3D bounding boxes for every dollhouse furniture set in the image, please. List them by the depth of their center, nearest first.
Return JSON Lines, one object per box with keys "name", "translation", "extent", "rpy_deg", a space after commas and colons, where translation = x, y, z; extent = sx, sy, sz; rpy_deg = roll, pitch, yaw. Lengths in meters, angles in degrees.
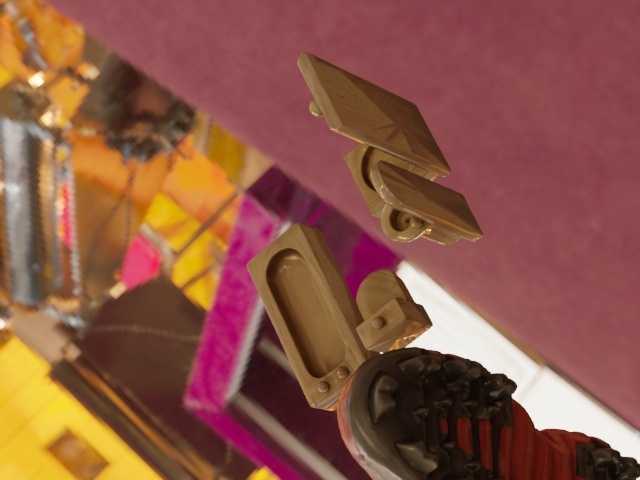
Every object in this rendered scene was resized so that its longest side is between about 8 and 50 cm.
{"name": "dollhouse furniture set", "translation": [0.000, 0.000, 0.883], "extent": [0.151, 0.123, 0.144], "rpy_deg": [-38, 60, 22]}

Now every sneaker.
{"name": "sneaker", "translation": [0.079, 0.140, 0.840], "extent": [0.135, 0.097, 0.276], "rpy_deg": [-12, 151, 34]}
